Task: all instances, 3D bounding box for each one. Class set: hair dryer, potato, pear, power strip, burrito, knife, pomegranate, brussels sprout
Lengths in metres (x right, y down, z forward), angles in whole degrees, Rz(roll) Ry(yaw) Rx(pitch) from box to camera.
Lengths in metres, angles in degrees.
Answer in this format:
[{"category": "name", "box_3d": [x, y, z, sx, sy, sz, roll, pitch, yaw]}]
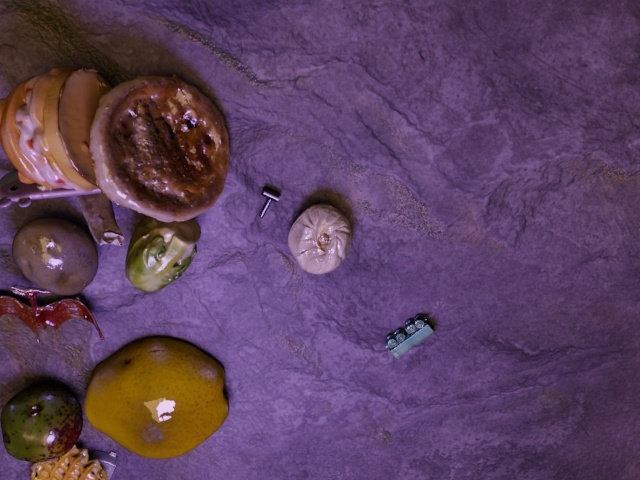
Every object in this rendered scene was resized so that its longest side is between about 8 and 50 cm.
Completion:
[{"category": "hair dryer", "box_3d": [-0.138, -0.093, 1.624, 0.047, 0.026, 0.083, 25, 115, -10]}, {"category": "potato", "box_3d": [-0.650, 0.040, 1.576, 0.178, 0.160, 0.235, 5, 133, 13]}, {"category": "pear", "box_3d": [-0.448, 0.452, 1.727, 0.386, 0.191, 0.340, -5, 111, -2]}, {"category": "power strip", "box_3d": [-0.661, 0.699, 1.890, 0.075, 0.042, 0.175, 22, 109, -13]}, {"category": "burrito", "box_3d": [-0.528, -0.062, 1.531, 0.087, 0.226, 0.060, -3, 134, -34]}, {"category": "knife", "box_3d": [-0.571, -0.141, 1.533, 0.399, 0.132, 0.038, -5, 140, -7]}, {"category": "pomegranate", "box_3d": [-0.748, 0.513, 1.748, 0.214, 0.214, 0.248, -6, 144, -1]}, {"category": "brussels sprout", "box_3d": [-0.393, 0.024, 1.556, 0.161, 0.223, 0.223, 36, 106, -3]}]

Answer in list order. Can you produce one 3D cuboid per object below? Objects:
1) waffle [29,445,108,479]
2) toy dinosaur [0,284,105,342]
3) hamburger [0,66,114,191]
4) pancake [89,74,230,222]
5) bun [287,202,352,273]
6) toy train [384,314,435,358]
[{"category": "waffle", "box_3d": [-0.727, 0.721, 1.849, 0.262, 0.060, 0.280, -6, 100, 20]}, {"category": "toy dinosaur", "box_3d": [-0.728, 0.217, 1.653, 0.327, 0.113, 0.206, 21, 127, -18]}, {"category": "hamburger", "box_3d": [-0.587, -0.244, 1.419, 0.237, 0.276, 0.276, -2, 113, 18]}, {"category": "pancake", "box_3d": [-0.352, -0.209, 1.448, 0.356, 0.065, 0.356, 0, 90, -41]}, {"category": "bun", "box_3d": [0.000, 0.000, 1.620, 0.164, 0.111, 0.188, 24, 111, -9]}, {"category": "toy train", "box_3d": [0.248, 0.265, 1.779, 0.148, 0.038, 0.071, -38, 112, 10]}]
